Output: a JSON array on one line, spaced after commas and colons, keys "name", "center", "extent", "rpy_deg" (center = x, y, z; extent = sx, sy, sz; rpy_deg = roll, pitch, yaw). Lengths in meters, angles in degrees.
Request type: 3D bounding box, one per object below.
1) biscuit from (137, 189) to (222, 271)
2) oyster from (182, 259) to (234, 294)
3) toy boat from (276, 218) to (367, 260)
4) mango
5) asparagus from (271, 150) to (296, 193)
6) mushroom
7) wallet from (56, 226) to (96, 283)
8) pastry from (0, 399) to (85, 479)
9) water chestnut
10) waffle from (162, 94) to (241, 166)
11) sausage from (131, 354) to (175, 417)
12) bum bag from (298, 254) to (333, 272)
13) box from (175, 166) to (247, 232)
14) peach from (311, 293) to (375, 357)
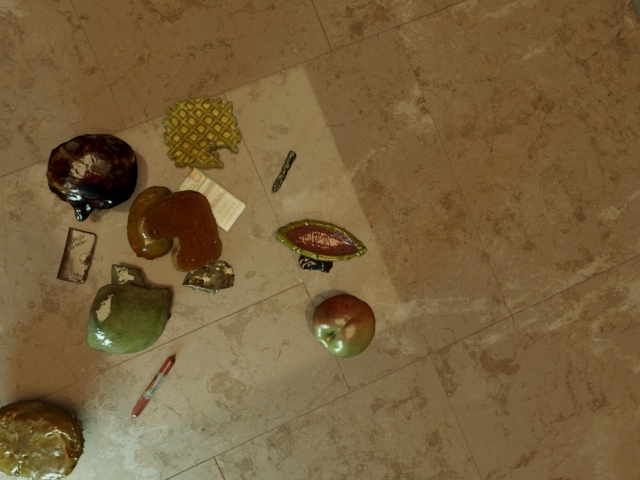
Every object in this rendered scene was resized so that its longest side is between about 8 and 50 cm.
[{"name": "biscuit", "center": [-0.453, -0.019, 1.811], "extent": [0.262, 0.052, 0.277], "rpy_deg": [-35, 122, -38]}, {"name": "oyster", "center": [-0.382, 0.133, 1.907], "extent": [0.177, 0.056, 0.105], "rpy_deg": [-18, 82, -9]}, {"name": "toy boat", "center": [0.001, 0.001, 1.946], "extent": [0.318, 0.099, 0.140], "rpy_deg": [11, 85, -6]}, {"name": "mango", "center": [-0.548, -0.059, 1.844], "extent": [0.156, 0.151, 0.248], "rpy_deg": [15, 81, -40]}, {"name": "asparagus", "center": [-0.129, -0.236, 1.951], "extent": [0.030, 0.036, 0.165], "rpy_deg": [27, 87, -1]}, {"name": "mushroom", "center": [-0.612, 0.236, 1.806], "extent": [0.218, 0.212, 0.291], "rpy_deg": [16, 81, -1]}, {"name": "wallet", "center": [-0.807, 0.052, 1.853], "extent": [0.095, 0.026, 0.176], "rpy_deg": [15, 89, -11]}, {"name": "pastry", "center": [-0.896, 0.630, 1.776], "extent": [0.311, 0.162, 0.255], "rpy_deg": [13, 99, 1]}, {"name": "water chestnut", "center": [-0.711, -0.204, 1.748], "extent": [0.289, 0.289, 0.244], "rpy_deg": [-22, 99, -8]}, {"name": "waffle", "center": [-0.402, -0.369, 1.896], "extent": [0.261, 0.056, 0.249], "rpy_deg": [-4, 86, -7]}, {"name": "sausage", "center": [-0.564, 0.495, 1.891], "extent": [0.034, 0.034, 0.253], "rpy_deg": [35, 84, -8]}, {"name": "bum bag", "center": [-0.016, 0.081, 1.973], "extent": [0.125, 0.034, 0.057], "rpy_deg": [7, 76, -9]}, {"name": "box", "center": [-0.375, -0.140, 1.915], "extent": [0.220, 0.032, 0.122], "rpy_deg": [36, 85, -7]}, {"name": "peach", "center": [0.090, 0.286, 1.927], "extent": [0.233, 0.232, 0.232], "rpy_deg": [0, 91, -9]}]
